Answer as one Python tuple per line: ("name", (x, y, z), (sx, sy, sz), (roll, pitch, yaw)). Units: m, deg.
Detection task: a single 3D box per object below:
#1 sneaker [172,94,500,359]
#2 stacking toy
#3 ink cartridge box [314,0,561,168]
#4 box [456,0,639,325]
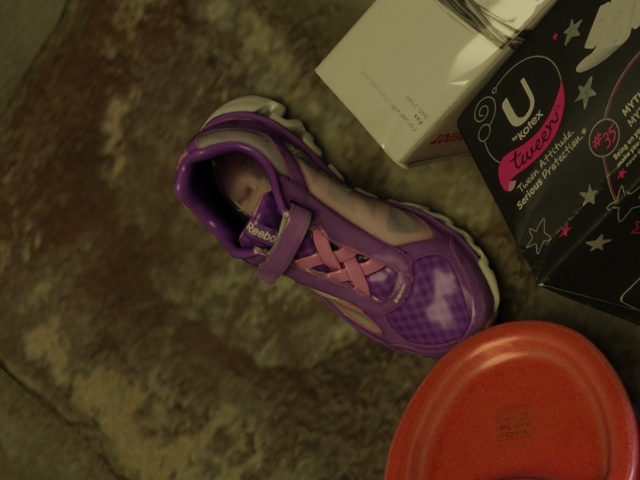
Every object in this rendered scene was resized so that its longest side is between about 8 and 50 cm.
("sneaker", (0.000, 0.000, 1.125), (0.236, 0.104, 0.095), (35, 109, 14))
("stacking toy", (0.192, 0.180, 1.003), (0.308, 0.130, 0.280), (-3, 53, 28))
("ink cartridge box", (0.107, -0.139, 1.036), (0.191, 0.139, 0.082), (-46, 77, 23))
("box", (0.221, -0.084, 0.937), (0.247, 0.163, 0.142), (-49, 39, 27))
